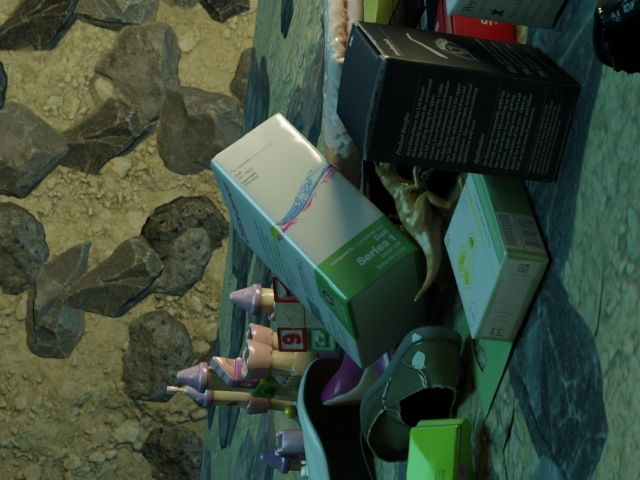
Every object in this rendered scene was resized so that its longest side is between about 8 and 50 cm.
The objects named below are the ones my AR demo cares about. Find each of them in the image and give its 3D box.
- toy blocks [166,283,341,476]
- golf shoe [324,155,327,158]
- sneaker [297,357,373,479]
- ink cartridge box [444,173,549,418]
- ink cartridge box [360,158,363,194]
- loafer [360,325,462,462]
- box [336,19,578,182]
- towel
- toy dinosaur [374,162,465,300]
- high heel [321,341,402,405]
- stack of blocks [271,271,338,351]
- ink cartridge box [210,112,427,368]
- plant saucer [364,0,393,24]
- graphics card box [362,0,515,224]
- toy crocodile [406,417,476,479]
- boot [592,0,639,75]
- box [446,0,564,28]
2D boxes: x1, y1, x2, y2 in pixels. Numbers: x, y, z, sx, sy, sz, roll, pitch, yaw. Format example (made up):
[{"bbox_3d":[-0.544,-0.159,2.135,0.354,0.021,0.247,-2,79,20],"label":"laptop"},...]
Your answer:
[{"bbox_3d":[-0.119,0.251,2.216,0.288,0.260,0.308,121,152,-63],"label":"toy blocks"},{"bbox_3d":[0.006,-0.047,2.267,0.094,0.077,0.198,88,-174,-61],"label":"golf shoe"},{"bbox_3d":[0.010,0.313,1.940,0.123,0.106,0.290,112,159,-45],"label":"sneaker"},{"bbox_3d":[0.175,0.053,1.421,0.171,0.056,0.235,-99,20,-51],"label":"ink cartridge box"},{"bbox_3d":[0.064,-0.048,1.882,0.186,0.065,0.311,81,-171,-73],"label":"ink cartridge box"},{"bbox_3d":[0.107,0.203,1.560,0.251,0.094,0.087,105,166,-49],"label":"loafer"},{"bbox_3d":[0.134,-0.144,1.329,0.153,0.207,0.108,-110,29,-65],"label":"box"},{"bbox_3d":[0.028,-0.252,1.672,0.332,0.053,0.317,86,-177,-62],"label":"towel"},{"bbox_3d":[0.125,-0.021,1.531,0.064,0.112,0.211,82,167,-60],"label":"toy dinosaur"},{"bbox_3d":[0.057,0.162,1.832,0.244,0.082,0.117,132,134,-64],"label":"high heel"},{"bbox_3d":[-0.006,0.018,1.953,0.297,0.087,0.171,-75,-17,-62],"label":"stack of blocks"},{"bbox_3d":[0.000,0.000,1.660,0.278,0.117,0.201,46,166,27],"label":"ink cartridge box"},{"bbox_3d":[0.077,-0.350,2.126,0.241,0.037,0.241,-173,90,-78],"label":"plant saucer"},{"bbox_3d":[0.138,-0.201,1.623,0.371,0.094,0.232,118,155,-59],"label":"graphics card box"},{"bbox_3d":[0.129,0.357,1.389,0.115,0.105,0.340,-14,63,33],"label":"toy crocodile"},{"bbox_3d":[0.271,-0.267,1.001,0.246,0.094,0.207,104,171,-63],"label":"boot"},{"bbox_3d":[0.203,-0.344,1.320,0.181,0.119,0.181,113,159,-56],"label":"box"}]
